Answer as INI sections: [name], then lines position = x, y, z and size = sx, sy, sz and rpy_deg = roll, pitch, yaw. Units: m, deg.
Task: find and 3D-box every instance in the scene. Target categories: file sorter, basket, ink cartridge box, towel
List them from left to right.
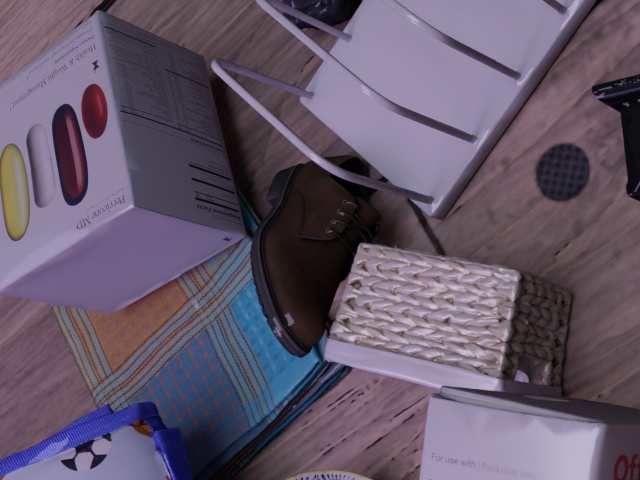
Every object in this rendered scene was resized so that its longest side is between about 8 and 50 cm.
[towel]
position = -0.153, 0.062, 1.195
size = 0.271, 0.040, 0.370
rpy_deg = -45, 59, 21
[file sorter]
position = 0.074, -0.195, 0.990
size = 0.193, 0.173, 0.278
rpy_deg = 44, 107, 32
[basket]
position = 0.106, 0.069, 0.960
size = 0.167, 0.113, 0.103
rpy_deg = 11, 85, 37
[ink cartridge box]
position = 0.159, 0.263, 0.815
size = 0.131, 0.226, 0.306
rpy_deg = 7, 87, 36

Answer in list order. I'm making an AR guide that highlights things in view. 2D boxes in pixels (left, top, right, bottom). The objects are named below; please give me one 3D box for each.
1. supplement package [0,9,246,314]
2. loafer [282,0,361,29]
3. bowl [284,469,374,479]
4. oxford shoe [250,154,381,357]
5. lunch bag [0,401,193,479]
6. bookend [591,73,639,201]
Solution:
[supplement package]
position = -0.206, -0.066, 1.144
size = 0.194, 0.149, 0.203
rpy_deg = -29, 63, 30
[loafer]
position = -0.012, -0.307, 1.131
size = 0.078, 0.076, 0.223
rpy_deg = -8, 81, 27
[bowl]
position = 0.004, 0.283, 0.997
size = 0.080, 0.170, 0.170
rpy_deg = 107, 147, -63
[oxford shoe]
position = 0.000, 0.000, 1.017
size = 0.096, 0.083, 0.227
rpy_deg = -21, 38, 25
[lunch bag]
position = -0.227, 0.365, 1.069
size = 0.385, 0.239, 0.328
rpy_deg = -34, 72, 25
[bookend]
position = 0.259, -0.023, 0.834
size = 0.072, 0.156, 0.157
rpy_deg = -12, 76, 34
